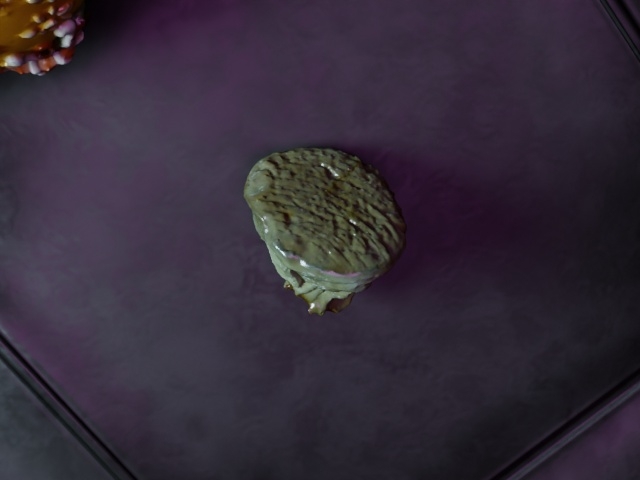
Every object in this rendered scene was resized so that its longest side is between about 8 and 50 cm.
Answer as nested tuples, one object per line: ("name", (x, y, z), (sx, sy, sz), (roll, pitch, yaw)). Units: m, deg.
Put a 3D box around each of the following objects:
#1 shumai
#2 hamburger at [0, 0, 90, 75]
("shumai", (0.001, 0.000, 0.642), (0.099, 0.124, 0.087), (-18, 146, -21))
("hamburger", (-0.272, -0.161, 0.500), (0.295, 0.227, 0.152), (-2, 80, -2))
